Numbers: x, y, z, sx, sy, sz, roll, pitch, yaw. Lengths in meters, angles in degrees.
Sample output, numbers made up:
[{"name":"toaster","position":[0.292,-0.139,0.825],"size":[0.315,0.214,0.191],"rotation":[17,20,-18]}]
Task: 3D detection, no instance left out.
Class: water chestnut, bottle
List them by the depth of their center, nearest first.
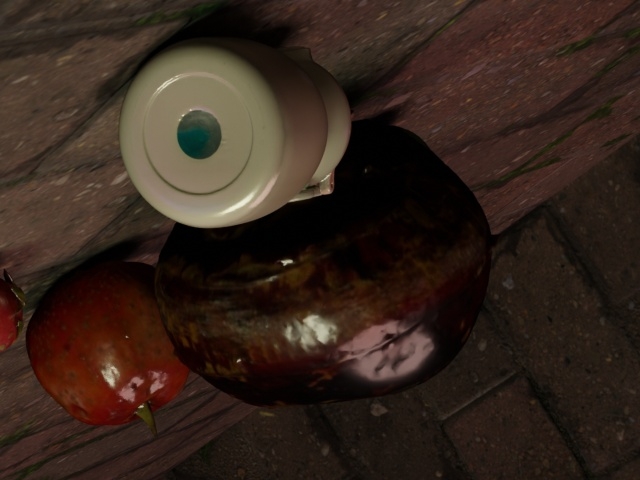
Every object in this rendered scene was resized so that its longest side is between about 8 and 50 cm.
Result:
[{"name":"bottle","position":[-0.051,-0.094,1.496],"size":[0.147,0.147,0.236],"rotation":[-35,173,22]},{"name":"water chestnut","position":[0.000,0.000,1.817],"size":[0.350,0.302,0.350],"rotation":[-18,-154,9]}]

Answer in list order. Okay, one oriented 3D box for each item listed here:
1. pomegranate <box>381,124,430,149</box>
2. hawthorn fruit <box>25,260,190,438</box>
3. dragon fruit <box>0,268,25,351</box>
[{"name":"pomegranate","position":[0.083,-0.069,2.078],"size":[0.169,0.122,0.143],"rotation":[3,-175,14]},{"name":"hawthorn fruit","position":[-0.211,0.121,1.938],"size":[0.179,0.200,0.179],"rotation":[-31,165,-9]},{"name":"dragon fruit","position":[-0.316,0.069,1.707],"size":[0.086,0.081,0.116],"rotation":[-40,172,-15]}]
